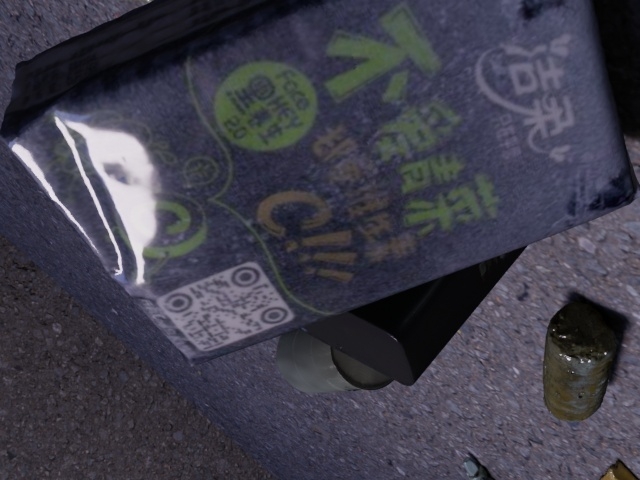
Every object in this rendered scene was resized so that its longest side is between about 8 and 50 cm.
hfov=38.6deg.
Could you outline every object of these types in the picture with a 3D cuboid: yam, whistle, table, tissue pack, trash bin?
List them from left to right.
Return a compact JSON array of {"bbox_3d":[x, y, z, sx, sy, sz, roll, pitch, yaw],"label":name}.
[{"bbox_3d":[0.027,0.171,1.413,0.126,0.126,0.220,44,157,-10],"label":"table"},{"bbox_3d":[0.014,-0.076,0.683,0.124,0.394,0.288,-101,-14,-46],"label":"tissue pack"},{"bbox_3d":[0.087,0.005,0.889,0.165,0.225,0.115,25,152,32],"label":"trash bin"},{"bbox_3d":[0.276,0.413,1.591,0.035,0.035,0.100,5,138,53],"label":"whistle"},{"bbox_3d":[0.289,0.142,1.026,0.078,0.078,0.179,27,154,28],"label":"yam"}]

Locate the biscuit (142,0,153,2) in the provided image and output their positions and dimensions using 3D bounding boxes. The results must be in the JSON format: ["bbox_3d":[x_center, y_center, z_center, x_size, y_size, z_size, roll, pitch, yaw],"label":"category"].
[{"bbox_3d":[-0.263,-0.331,1.050,0.199,0.040,0.121,16,149,43],"label":"biscuit"}]

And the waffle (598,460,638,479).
[{"bbox_3d":[0.394,0.359,1.313,0.125,0.032,0.191,43,156,-12],"label":"waffle"}]
